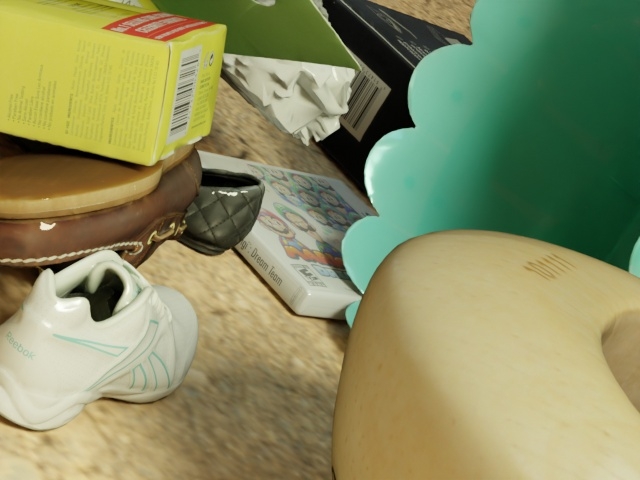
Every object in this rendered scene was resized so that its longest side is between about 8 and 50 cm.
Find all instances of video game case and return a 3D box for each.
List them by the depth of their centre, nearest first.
[{"bbox_3d":[0.000,0.000,1.010,0.157,0.019,0.143,9,30,-49],"label":"video game case"}]

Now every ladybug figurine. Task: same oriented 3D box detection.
[{"bbox_3d":[0.180,0.173,0.646,0.449,0.162,0.305,38,20,16],"label":"ladybug figurine"}]

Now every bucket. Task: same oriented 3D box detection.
[{"bbox_3d":[0.166,-0.010,0.916,0.183,0.281,0.281,33,17,-29],"label":"bucket"}]

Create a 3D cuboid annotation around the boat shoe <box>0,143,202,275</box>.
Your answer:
[{"bbox_3d":[-0.100,-0.010,0.790,0.073,0.073,0.207,9,14,14],"label":"boat shoe"}]

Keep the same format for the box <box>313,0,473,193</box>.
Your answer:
[{"bbox_3d":[0.075,-0.089,1.235,0.158,0.093,0.156,12,28,-45],"label":"box"}]

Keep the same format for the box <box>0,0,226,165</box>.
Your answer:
[{"bbox_3d":[-0.167,-0.091,0.792,0.232,0.058,0.087,14,16,12],"label":"box"}]

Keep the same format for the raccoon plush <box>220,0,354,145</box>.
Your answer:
[{"bbox_3d":[-0.030,-0.276,1.138,0.446,0.299,0.216,45,-3,25],"label":"raccoon plush"}]

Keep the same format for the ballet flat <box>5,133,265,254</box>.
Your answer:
[{"bbox_3d":[-0.110,-0.052,0.916,0.173,0.049,0.057,29,18,-10],"label":"ballet flat"}]

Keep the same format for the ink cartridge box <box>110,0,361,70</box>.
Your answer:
[{"bbox_3d":[-0.116,-0.128,0.853,0.235,0.056,0.171,16,-23,42],"label":"ink cartridge box"}]

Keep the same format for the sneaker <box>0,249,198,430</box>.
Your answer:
[{"bbox_3d":[-0.085,0.035,0.726,0.054,0.061,0.152,36,17,14],"label":"sneaker"}]
